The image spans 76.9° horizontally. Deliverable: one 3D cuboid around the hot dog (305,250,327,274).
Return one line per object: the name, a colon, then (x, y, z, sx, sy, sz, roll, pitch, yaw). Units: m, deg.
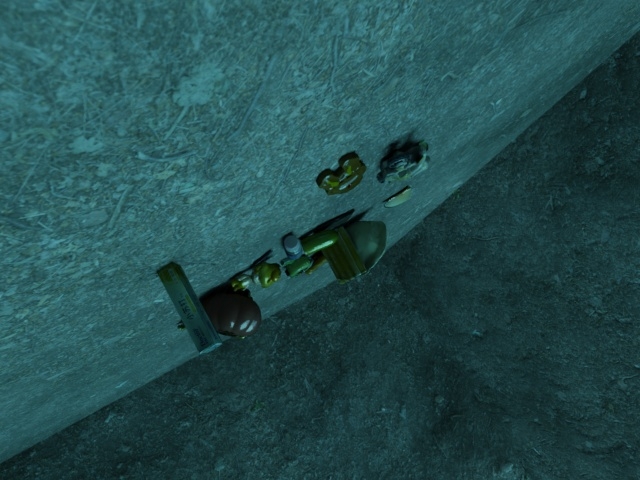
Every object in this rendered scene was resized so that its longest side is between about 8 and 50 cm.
hot dog: (-0.018, 0.118, 2.496, 0.249, 0.076, 0.102, -37, -157, 23)

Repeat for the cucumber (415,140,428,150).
cucumber: (0.423, -0.379, 1.722, 0.048, 0.048, 0.105, -29, 170, -15)

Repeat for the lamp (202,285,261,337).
lamp: (-0.435, 0.349, 1.987, 0.305, 0.240, 0.305, 9, 159, 4)

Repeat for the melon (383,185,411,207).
melon: (0.437, -0.236, 2.297, 0.182, 0.054, 0.098, -33, 162, 0)

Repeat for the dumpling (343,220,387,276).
dumpling: (0.199, 0.057, 2.260, 0.394, 0.316, 0.233, -22, 141, 32)

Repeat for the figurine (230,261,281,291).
figurine: (-0.304, 0.175, 1.927, 0.246, 0.131, 0.156, -16, 133, -9)

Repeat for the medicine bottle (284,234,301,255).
medicine bottle: (-0.128, 0.031, 1.869, 0.083, 0.084, 0.203, -30, 166, -9)

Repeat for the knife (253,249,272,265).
knife: (-0.265, 0.077, 1.866, 0.121, 0.018, 0.031, -39, 168, 21)

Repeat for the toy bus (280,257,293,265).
toy bus: (-0.178, 0.111, 2.174, 0.083, 0.031, 0.037, -19, 155, -46)

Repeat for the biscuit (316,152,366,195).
biscuit: (0.091, -0.231, 1.493, 0.186, 0.044, 0.295, -33, 167, 15)

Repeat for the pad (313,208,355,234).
pad: (0.062, -0.076, 2.063, 0.233, 0.022, 0.174, -27, 167, -25)

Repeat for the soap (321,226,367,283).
soap: (0.115, 0.083, 2.167, 0.173, 0.274, 0.089, -32, 173, 41)

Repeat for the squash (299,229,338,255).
squash: (0.000, 0.000, 1.966, 0.187, 0.095, 0.095, -24, 168, 5)

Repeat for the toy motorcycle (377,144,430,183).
toy motorcycle: (0.353, -0.309, 1.652, 0.222, 0.108, 0.341, -17, 174, 1)

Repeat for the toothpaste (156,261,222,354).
toothpaste: (-0.432, 0.222, 1.326, 0.071, 0.313, 0.089, -31, 167, -5)

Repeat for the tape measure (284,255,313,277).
tape measure: (-0.128, 0.155, 2.335, 0.177, 0.088, 0.154, -38, 166, 16)

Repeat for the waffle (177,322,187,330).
waffle: (-0.624, 0.435, 2.137, 0.213, 0.054, 0.207, -7, -173, 26)

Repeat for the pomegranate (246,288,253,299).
pomegranate: (-0.414, 0.307, 2.223, 0.073, 0.085, 0.073, -41, 173, -6)
